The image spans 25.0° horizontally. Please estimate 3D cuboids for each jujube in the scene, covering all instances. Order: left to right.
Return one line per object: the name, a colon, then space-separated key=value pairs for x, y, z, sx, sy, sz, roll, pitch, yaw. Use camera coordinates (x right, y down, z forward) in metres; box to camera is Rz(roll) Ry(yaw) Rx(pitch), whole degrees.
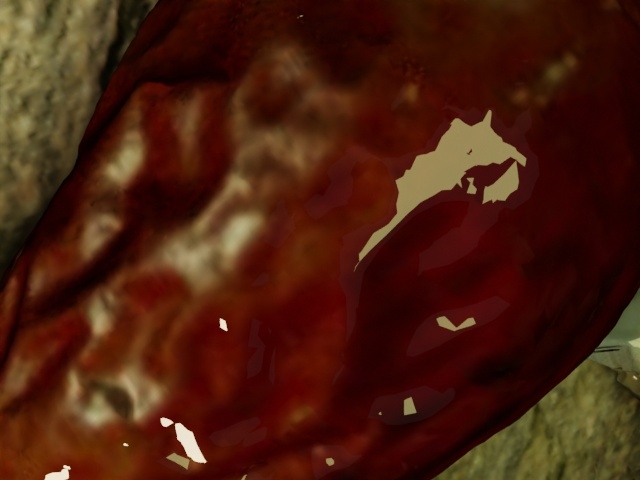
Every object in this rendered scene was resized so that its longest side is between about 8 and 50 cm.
jujube: x=0.000 y=0.000 z=0.579 sx=0.318 sy=0.223 sz=0.223 roll=-47 pitch=119 yaw=5

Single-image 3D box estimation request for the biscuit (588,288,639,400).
biscuit: x=0.251 y=0.072 z=0.777 sx=0.309 sy=0.079 sz=0.186 roll=39 pitch=91 yaw=-29
